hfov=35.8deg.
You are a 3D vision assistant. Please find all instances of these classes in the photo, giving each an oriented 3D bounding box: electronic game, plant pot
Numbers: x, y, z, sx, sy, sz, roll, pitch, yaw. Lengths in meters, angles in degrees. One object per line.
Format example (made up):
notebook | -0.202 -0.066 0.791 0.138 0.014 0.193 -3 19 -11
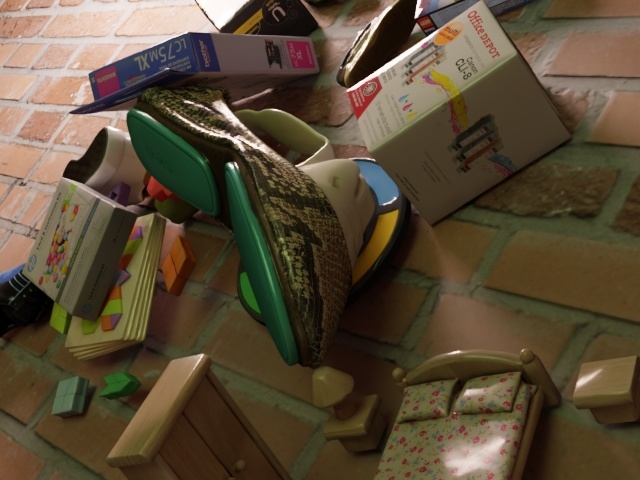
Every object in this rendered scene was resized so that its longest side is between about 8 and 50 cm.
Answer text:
electronic game | 0.000 0.000 1.106 0.229 0.048 0.229 -26 40 24
plant pot | -0.180 -0.066 1.329 0.079 0.083 0.083 -43 34 23

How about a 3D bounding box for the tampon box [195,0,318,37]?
tampon box | -0.100 -0.346 1.500 0.120 0.101 0.161 -42 36 4

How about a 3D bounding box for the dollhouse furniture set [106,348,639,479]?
dollhouse furniture set | 0.026 0.174 0.738 0.355 0.174 0.303 -15 29 34

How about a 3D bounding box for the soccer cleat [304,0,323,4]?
soccer cleat | -0.043 -0.446 1.526 0.093 0.121 0.289 -44 36 -1

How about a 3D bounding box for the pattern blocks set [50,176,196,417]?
pattern blocks set | -0.257 0.054 1.250 0.285 0.026 0.325 -29 48 35

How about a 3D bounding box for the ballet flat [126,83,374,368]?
ballet flat | -0.055 -0.058 1.062 0.182 0.164 0.483 -21 38 -18

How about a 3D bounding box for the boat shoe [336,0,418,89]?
boat shoe | 0.071 -0.261 1.289 0.049 0.056 0.152 25 74 47

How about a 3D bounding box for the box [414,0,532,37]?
box | 0.211 -0.372 1.272 0.159 0.044 0.233 -17 44 33

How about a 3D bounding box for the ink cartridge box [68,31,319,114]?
ink cartridge box | -0.163 -0.220 1.307 0.186 0.065 0.311 -13 3 35

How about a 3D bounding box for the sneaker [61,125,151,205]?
sneaker | -0.305 -0.074 1.454 0.290 0.123 0.106 -24 59 56

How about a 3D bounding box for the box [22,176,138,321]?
box | -0.314 0.007 1.281 0.186 0.038 0.145 25 93 53

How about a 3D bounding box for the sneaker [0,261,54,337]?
sneaker | -0.394 0.063 1.407 0.232 0.081 0.090 -33 42 24

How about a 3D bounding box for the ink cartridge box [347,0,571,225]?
ink cartridge box | 0.142 -0.133 1.032 0.176 0.127 0.128 -33 37 14
